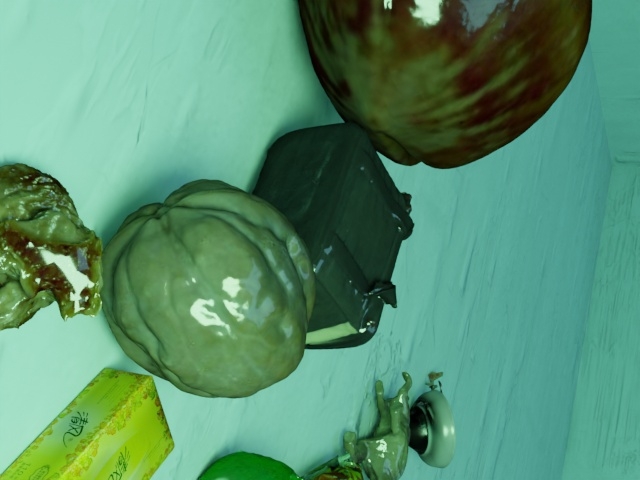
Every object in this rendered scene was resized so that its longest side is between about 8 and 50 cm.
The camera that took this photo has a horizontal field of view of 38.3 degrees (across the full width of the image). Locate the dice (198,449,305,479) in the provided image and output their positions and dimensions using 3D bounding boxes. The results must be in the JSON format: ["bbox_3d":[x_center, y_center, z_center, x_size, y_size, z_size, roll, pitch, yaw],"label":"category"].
[{"bbox_3d":[-0.082,0.333,1.072,0.131,0.120,0.128,-59,145,-39],"label":"dice"}]

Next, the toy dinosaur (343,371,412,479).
[{"bbox_3d":[0.112,0.322,1.512,0.294,0.077,0.162,-49,136,-52],"label":"toy dinosaur"}]

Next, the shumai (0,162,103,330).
[{"bbox_3d":[-0.236,0.001,0.758,0.139,0.105,0.123,-96,164,-47],"label":"shumai"}]

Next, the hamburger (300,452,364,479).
[{"bbox_3d":[0.008,0.446,1.274,0.260,0.150,0.276,-58,130,-73],"label":"hamburger"}]

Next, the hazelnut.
[{"bbox_3d":[0.141,-0.314,1.182,0.429,0.402,0.402,70,33,-59],"label":"hazelnut"}]

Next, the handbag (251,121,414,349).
[{"bbox_3d":[0.000,0.000,1.129,0.181,0.181,0.254,54,42,-41],"label":"handbag"}]

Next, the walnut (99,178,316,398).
[{"bbox_3d":[-0.104,0.052,0.902,0.224,0.224,0.224,-15,107,-63],"label":"walnut"}]

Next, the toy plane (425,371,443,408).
[{"bbox_3d":[0.218,0.310,1.762,0.031,0.049,0.120,36,44,-61],"label":"toy plane"}]

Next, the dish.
[{"bbox_3d":[0.178,0.341,1.657,0.141,0.078,0.141,179,-90,-72],"label":"dish"}]

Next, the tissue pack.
[{"bbox_3d":[-0.213,0.210,0.853,0.176,0.062,0.095,-49,136,-50],"label":"tissue pack"}]
